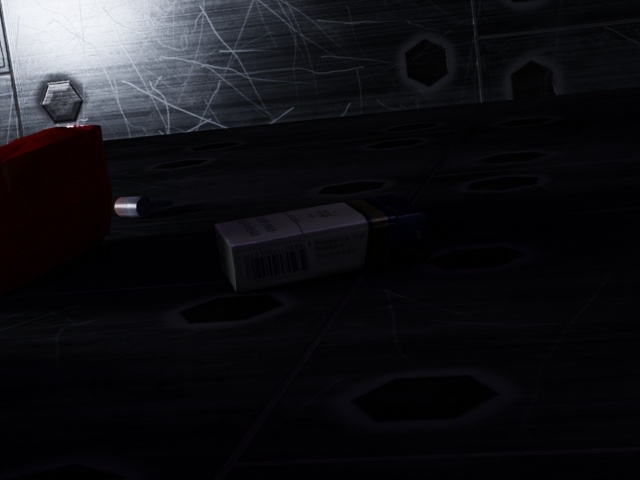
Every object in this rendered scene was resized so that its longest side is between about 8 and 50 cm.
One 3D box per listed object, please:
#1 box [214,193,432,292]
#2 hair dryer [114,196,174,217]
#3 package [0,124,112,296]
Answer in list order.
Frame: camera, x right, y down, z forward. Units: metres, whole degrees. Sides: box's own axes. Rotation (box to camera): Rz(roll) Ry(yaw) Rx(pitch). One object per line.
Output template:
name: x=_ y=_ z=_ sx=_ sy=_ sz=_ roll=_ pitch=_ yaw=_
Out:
box: x=0.000 y=0.000 z=1.644 sx=0.259 sy=0.071 sz=0.168 roll=-8 pitch=12 yaw=-9
hair dryer: x=-0.305 y=-0.063 z=2.249 sx=0.063 sy=0.037 sz=0.114 roll=2 pitch=7 yaw=42
package: x=-0.439 y=-0.045 z=1.829 sx=0.123 sy=0.196 sz=0.423 roll=-1 pitch=14 yaw=23
